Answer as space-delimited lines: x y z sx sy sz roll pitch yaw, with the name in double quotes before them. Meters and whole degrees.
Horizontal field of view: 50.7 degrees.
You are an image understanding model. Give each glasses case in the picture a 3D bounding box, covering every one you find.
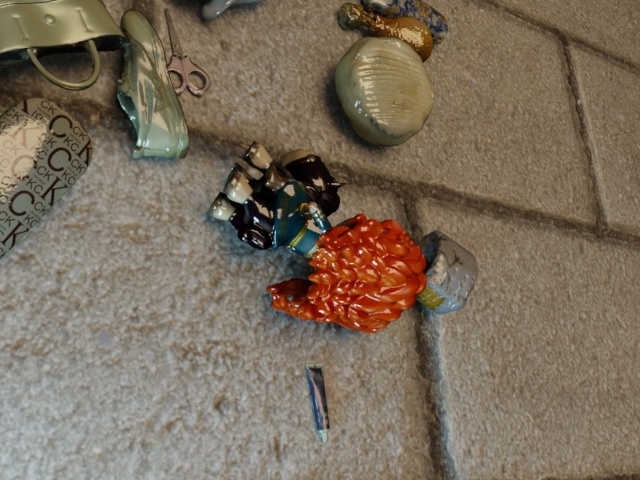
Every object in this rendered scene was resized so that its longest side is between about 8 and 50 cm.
"glasses case" -0.468 -0.051 0.939 0.137 0.085 0.354 49 66 -27
"glasses case" 0.212 -0.562 1.665 0.248 0.065 0.087 17 65 -28

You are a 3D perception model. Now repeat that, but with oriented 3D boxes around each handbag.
"handbag" -0.451 -0.354 1.075 0.241 0.109 0.315 -24 81 -37

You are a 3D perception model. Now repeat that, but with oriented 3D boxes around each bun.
"bun" 0.129 -0.324 1.467 0.239 0.141 0.239 6 80 -33

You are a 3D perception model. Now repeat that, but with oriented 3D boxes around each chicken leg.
"chicken leg" 0.158 -0.492 1.592 0.251 0.087 0.107 17 71 -24

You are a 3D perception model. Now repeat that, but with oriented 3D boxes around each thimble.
"thimble" 0.251 0.069 1.406 0.118 0.127 0.151 33 61 -19

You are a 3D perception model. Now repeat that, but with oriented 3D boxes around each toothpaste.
"toothpaste" -0.001 0.290 1.212 0.037 0.021 0.140 3 69 -33

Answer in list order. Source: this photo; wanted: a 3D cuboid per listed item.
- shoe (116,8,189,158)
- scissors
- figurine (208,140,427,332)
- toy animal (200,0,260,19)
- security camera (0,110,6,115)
"shoe" -0.307 -0.267 1.168 0.098 0.103 0.275 -14 80 -26
"scissors" -0.270 -0.359 1.282 0.100 0.015 0.189 -8 76 -34
"figurine" -0.005 -0.009 1.223 0.412 0.241 0.306 49 26 13
"toy animal" -0.153 -0.567 1.334 0.206 0.271 0.265 37 26 15
"security camera" -0.524 -0.165 0.991 0.157 0.080 0.301 -49 114 -23
